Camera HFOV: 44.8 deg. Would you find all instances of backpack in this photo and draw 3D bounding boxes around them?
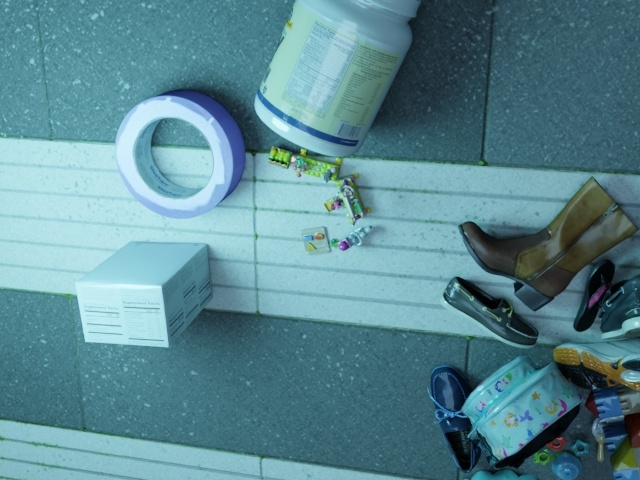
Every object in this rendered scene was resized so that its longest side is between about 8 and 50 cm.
[{"bbox_3d":[0.423,0.356,1.626,0.225,0.253,0.191,-33,74,-12],"label":"backpack"}]

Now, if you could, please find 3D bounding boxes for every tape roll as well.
[{"bbox_3d":[-0.309,-0.190,1.719,0.275,0.090,0.274,5,111,12],"label":"tape roll"}]

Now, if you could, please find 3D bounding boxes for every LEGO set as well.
[{"bbox_3d":[0.007,-0.108,1.660,0.132,0.107,0.287,-40,96,23],"label":"LEGO set"}]

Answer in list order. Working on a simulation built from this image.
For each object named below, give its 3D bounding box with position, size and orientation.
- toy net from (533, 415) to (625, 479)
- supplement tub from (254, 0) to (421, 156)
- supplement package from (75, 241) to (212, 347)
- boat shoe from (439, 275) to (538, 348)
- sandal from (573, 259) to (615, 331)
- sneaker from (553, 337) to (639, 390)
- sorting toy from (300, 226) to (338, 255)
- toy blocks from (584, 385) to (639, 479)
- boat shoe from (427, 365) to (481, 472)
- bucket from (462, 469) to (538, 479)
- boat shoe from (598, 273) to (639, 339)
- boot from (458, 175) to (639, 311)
[{"bbox_3d":[0.595,0.449,1.751,0.122,0.045,0.232,40,112,-1],"label":"toy net"},{"bbox_3d":[0.033,-0.352,1.496,0.235,0.235,0.325,28,113,3],"label":"supplement tub"},{"bbox_3d":[-0.389,0.113,1.752,0.204,0.262,0.145,2,109,13],"label":"supplement package"},{"bbox_3d":[0.373,0.156,1.677,0.228,0.081,0.068,27,117,6],"label":"boat shoe"},{"bbox_3d":[0.581,0.122,1.623,0.067,0.040,0.179,-4,119,-25],"label":"sandal"},{"bbox_3d":[0.622,0.249,1.630,0.262,0.121,0.099,3,115,47],"label":"sneaker"},{"bbox_3d":[0.000,0.000,1.751,0.083,0.012,0.062,-9,107,17],"label":"sorting toy"},{"bbox_3d":[0.720,0.437,1.629,0.261,0.191,0.381,-16,105,17],"label":"toy blocks"},{"bbox_3d":[0.321,0.411,1.778,0.109,0.089,0.258,-20,103,19],"label":"boat shoe"},{"bbox_3d":[0.429,0.695,1.802,0.281,0.183,0.281,5,110,12],"label":"bucket"},{"bbox_3d":[0.605,0.129,1.510,0.127,0.340,0.113,-12,77,15],"label":"boat shoe"},{"bbox_3d":[0.458,-0.021,1.587,0.264,0.096,0.280,42,113,-3],"label":"boot"}]
